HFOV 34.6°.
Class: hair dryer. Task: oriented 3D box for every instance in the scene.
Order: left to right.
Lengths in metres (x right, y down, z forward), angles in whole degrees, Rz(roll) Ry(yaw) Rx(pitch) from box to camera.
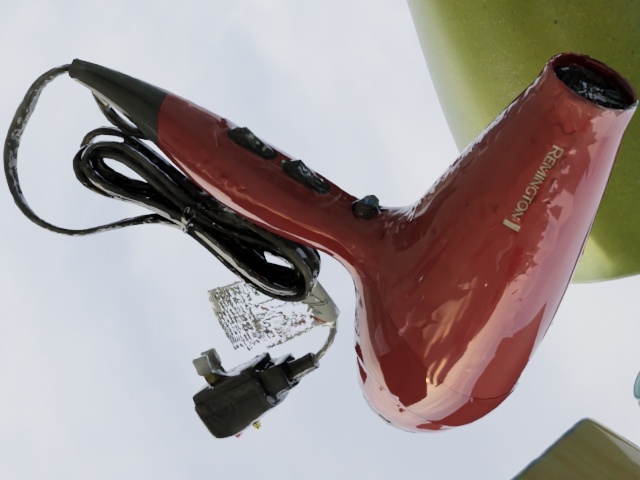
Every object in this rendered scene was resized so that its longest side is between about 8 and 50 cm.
[{"bbox_3d":[0.000,0.000,0.449,0.293,0.223,0.080,-19,-150,30],"label":"hair dryer"}]

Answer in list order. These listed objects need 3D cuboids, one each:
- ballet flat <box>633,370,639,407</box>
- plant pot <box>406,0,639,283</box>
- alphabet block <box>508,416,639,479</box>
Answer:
[{"bbox_3d":[0.325,0.098,0.787,0.073,0.067,0.206,-66,-172,-25],"label":"ballet flat"},{"bbox_3d":[0.164,-0.172,0.652,0.275,0.293,0.275,-31,-162,12],"label":"plant pot"},{"bbox_3d":[0.161,0.254,0.578,0.197,0.192,0.193,34,-138,29],"label":"alphabet block"}]
